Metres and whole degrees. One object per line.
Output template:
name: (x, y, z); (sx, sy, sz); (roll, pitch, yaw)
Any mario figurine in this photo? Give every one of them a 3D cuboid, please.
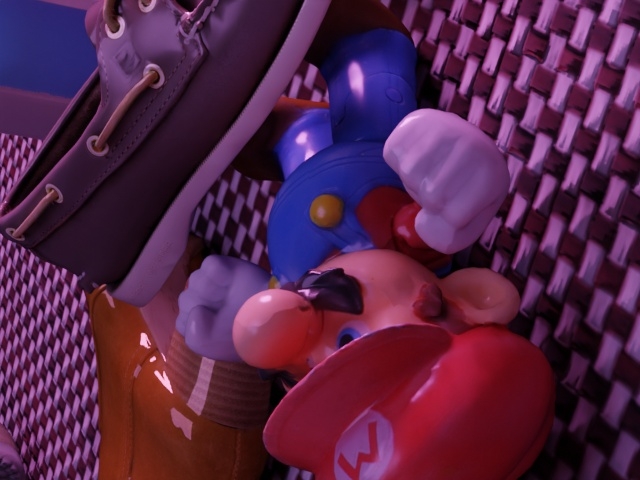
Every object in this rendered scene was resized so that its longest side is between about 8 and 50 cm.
mario figurine: (0.000, 0.000, 0.680); (0.320, 0.170, 0.198); (-105, 1, -49)

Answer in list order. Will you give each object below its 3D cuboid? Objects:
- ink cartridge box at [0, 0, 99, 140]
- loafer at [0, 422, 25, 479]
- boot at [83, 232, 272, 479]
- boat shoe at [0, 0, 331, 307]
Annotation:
ink cartridge box: (-0.158, -0.212, 1.002); (0.198, 0.197, 0.270); (-3, 80, 61)
loafer: (-0.328, 0.260, 1.311); (0.251, 0.094, 0.087); (-59, 24, 27)
boot: (-0.127, 0.101, 0.960); (0.295, 0.104, 0.211); (29, 107, 55)
boat shoe: (-0.076, -0.092, 0.727); (0.324, 0.097, 0.116); (-55, 20, 42)
